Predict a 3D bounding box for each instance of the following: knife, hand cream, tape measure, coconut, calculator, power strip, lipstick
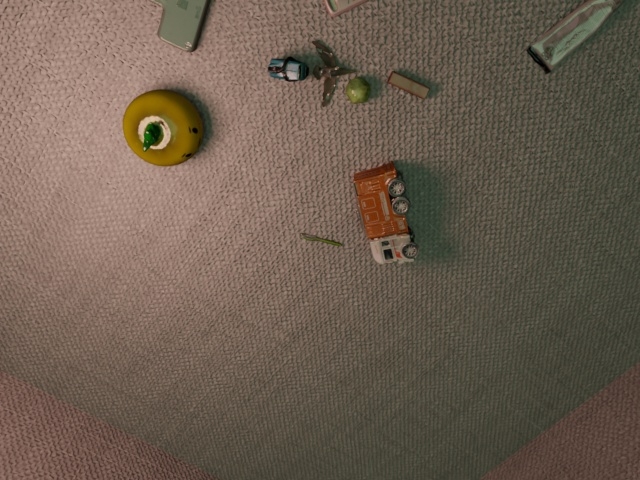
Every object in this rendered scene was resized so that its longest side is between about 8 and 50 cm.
[{"bbox_3d":[0.000,0.000,1.702,0.184,0.022,0.026,13,82,-7],"label":"knife"},{"bbox_3d":[0.887,-0.738,1.401,0.121,0.076,0.336,43,112,-12],"label":"hand cream"},{"bbox_3d":[-0.110,-0.581,1.388,0.125,0.146,0.080,11,114,12],"label":"tape measure"},{"bbox_3d":[0.136,-0.527,1.448,0.096,0.088,0.088,44,105,-12],"label":"coconut"},{"bbox_3d":[0.083,-0.814,1.349,0.175,0.032,0.100,-23,112,8],"label":"calculator"},{"bbox_3d":[-0.467,-0.777,1.329,0.194,0.059,0.264,21,111,-15],"label":"power strip"},{"bbox_3d":[0.314,-0.555,1.461,0.145,0.045,0.045,20,110,-10],"label":"lipstick"}]

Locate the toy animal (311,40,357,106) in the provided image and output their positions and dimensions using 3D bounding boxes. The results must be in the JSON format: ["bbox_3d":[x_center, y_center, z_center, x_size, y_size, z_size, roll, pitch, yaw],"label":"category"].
[{"bbox_3d":[0.050,-0.576,1.418,0.155,0.095,0.219,-1,114,3],"label":"toy animal"}]

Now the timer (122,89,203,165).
[{"bbox_3d":[-0.546,-0.371,1.388,0.285,0.285,0.285,-1,113,-2],"label":"timer"}]

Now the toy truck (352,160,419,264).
[{"bbox_3d":[0.250,-0.094,1.594,0.207,0.173,0.387,-12,110,10],"label":"toy truck"}]
